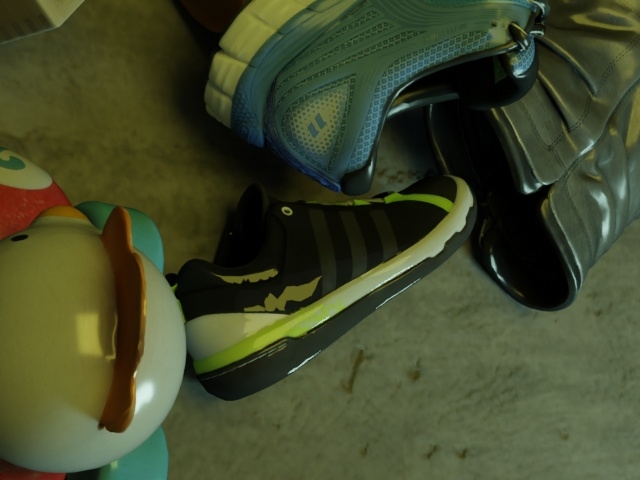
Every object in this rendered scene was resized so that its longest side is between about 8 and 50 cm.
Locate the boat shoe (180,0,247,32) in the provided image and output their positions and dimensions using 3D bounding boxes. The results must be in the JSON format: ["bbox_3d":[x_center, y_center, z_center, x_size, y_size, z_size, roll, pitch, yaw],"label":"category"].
[{"bbox_3d":[-0.083,-0.225,1.170,0.073,0.073,0.207,-38,107,-41],"label":"boat shoe"}]

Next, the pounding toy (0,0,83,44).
[{"bbox_3d":[-0.177,-0.200,1.082,0.141,0.100,0.130,55,50,-24],"label":"pounding toy"}]

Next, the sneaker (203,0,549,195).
[{"bbox_3d":[0.088,-0.154,1.172,0.147,0.130,0.330,42,81,7],"label":"sneaker"}]

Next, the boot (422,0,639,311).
[{"bbox_3d":[0.142,-0.143,1.279,0.222,0.118,0.338,-35,101,-39],"label":"boot"}]

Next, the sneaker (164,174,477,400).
[{"bbox_3d":[0.000,0.000,1.149,0.234,0.084,0.097,-36,97,-40],"label":"sneaker"}]

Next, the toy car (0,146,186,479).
[{"bbox_3d":[-0.135,0.034,0.930,0.219,0.238,0.210,11,69,-36],"label":"toy car"}]
